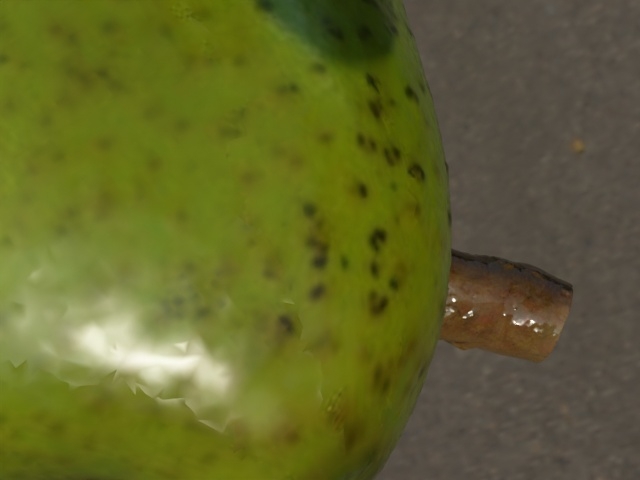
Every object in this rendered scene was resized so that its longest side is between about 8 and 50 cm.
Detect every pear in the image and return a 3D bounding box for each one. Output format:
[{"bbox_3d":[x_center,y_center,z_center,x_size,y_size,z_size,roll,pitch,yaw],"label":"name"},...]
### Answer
[{"bbox_3d":[-0.095,-0.027,0.690,0.342,0.238,0.318,-30,69,-23],"label":"pear"}]

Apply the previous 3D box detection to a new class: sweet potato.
[{"bbox_3d":[0.000,0.000,1.081,0.281,0.067,0.059,20,97,-2],"label":"sweet potato"}]
